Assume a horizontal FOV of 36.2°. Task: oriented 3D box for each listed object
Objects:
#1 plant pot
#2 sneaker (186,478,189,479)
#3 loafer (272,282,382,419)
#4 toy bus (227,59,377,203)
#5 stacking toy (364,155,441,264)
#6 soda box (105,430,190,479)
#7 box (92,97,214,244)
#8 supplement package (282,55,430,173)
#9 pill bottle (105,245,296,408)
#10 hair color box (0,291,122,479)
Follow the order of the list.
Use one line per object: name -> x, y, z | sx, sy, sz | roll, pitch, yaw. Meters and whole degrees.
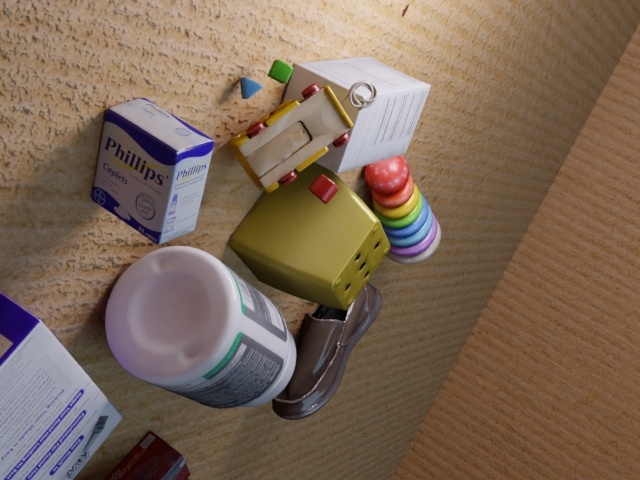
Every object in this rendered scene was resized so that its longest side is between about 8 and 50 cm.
plant pot -> 0.000, 0.000, 1.707 | 0.212, 0.187, 0.212 | -55, 158, -10
sneaker -> -0.290, 0.586, 2.002 | 0.125, 0.104, 0.262 | -32, 142, -22
loafer -> -0.006, 0.211, 2.086 | 0.366, 0.134, 0.130 | -58, 137, -27
toy bus -> -0.040, -0.162, 1.466 | 0.104, 0.202, 0.191 | -154, -105, -71
stacking toy -> 0.166, -0.079, 2.047 | 0.141, 0.141, 0.330 | -53, 153, -15
soda box -> -0.348, 0.468, 1.708 | 0.263, 0.083, 0.092 | -47, 154, -26
box -> -0.212, -0.087, 1.225 | 0.072, 0.126, 0.137 | -27, 141, -50
supplement package -> 0.056, -0.213, 1.615 | 0.244, 0.139, 0.134 | -21, 136, -56
pill bottle -> -0.167, 0.152, 1.524 | 0.204, 0.204, 0.361 | -56, 158, -7
hair color box -> -0.394, 0.217, 1.257 | 0.185, 0.110, 0.339 | -52, 155, -21
